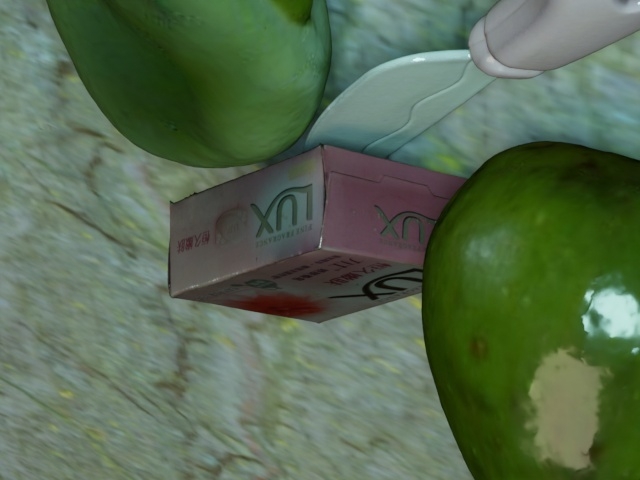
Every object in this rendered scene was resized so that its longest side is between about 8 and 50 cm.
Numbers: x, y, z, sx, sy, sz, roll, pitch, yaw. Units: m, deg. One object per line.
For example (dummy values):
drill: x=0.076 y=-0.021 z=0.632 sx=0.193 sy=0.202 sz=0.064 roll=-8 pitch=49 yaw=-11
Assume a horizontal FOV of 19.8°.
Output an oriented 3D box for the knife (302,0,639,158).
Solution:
knife: x=0.062 y=-0.076 z=0.875 sx=0.081 sy=0.043 sz=0.336 roll=3 pitch=160 yaw=-29

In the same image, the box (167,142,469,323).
box: x=0.000 y=0.000 z=0.990 sx=0.111 sy=0.060 sz=0.156 roll=10 pitch=164 yaw=-34

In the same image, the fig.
fig: x=0.134 y=0.053 z=0.884 sx=0.181 sy=0.191 sz=0.181 roll=9 pitch=172 yaw=1

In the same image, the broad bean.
broad bean: x=-0.065 y=-0.120 z=0.920 sx=0.169 sy=0.100 sz=0.228 roll=39 pitch=155 yaw=0
